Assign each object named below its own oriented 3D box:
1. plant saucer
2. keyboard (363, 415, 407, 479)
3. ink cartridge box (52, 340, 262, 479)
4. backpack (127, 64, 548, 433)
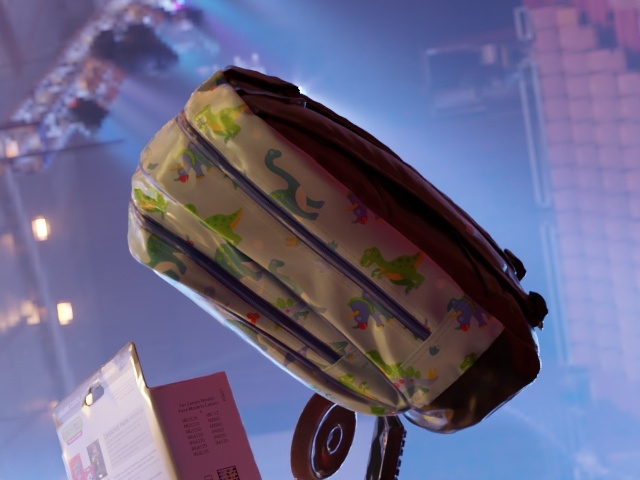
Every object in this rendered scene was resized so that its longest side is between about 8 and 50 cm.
[{"bbox_3d":[0.011,0.305,2.280,0.168,0.029,0.168,-30,-53,-50],"label":"plant saucer"},{"bbox_3d":[0.056,0.253,1.399,0.108,0.023,0.180,-105,23,-73],"label":"keyboard"},{"bbox_3d":[-0.232,0.303,2.044,0.309,0.130,0.271,-37,68,50],"label":"ink cartridge box"},{"bbox_3d":[0.000,0.000,1.335,0.355,0.273,0.290,51,-169,-21],"label":"backpack"}]
